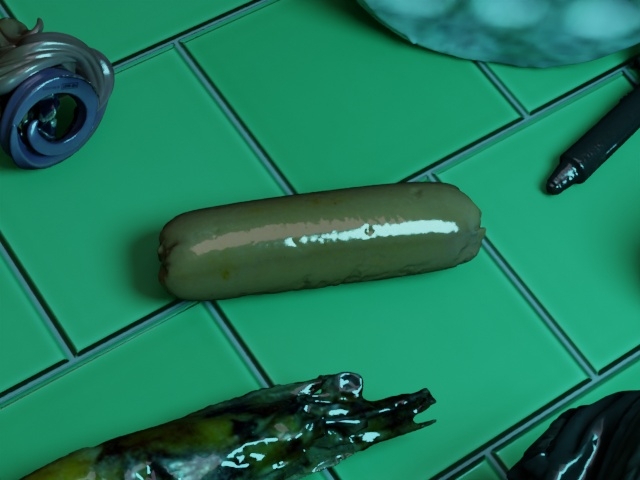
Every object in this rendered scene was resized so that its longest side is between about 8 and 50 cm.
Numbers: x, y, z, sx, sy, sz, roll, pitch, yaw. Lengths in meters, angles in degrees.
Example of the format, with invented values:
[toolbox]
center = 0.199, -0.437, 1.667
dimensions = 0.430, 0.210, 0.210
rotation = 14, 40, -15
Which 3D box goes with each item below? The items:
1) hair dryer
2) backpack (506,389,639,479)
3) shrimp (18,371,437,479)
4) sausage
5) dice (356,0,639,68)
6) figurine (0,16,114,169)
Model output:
[hair dryer]
center = 0.313, -0.115, 1.297
dimensions = 0.114, 0.070, 0.248
rotation = 41, 67, 17
[backpack]
center = 0.322, 0.289, 0.953
dimensions = 0.445, 0.255, 0.363
rotation = 35, 61, -3
[shrimp]
center = -0.080, 0.248, 1.020
dimensions = 0.445, 0.085, 0.272
rotation = -28, 72, -19
[sausage]
center = 0.001, -0.001, 1.174
dimensions = 0.289, 0.086, 0.086
rotation = -8, 61, -11
[dice]
center = 0.197, -0.380, 1.281
dimensions = 0.328, 0.330, 0.348
rotation = 7, 57, -2
[figurine]
center = -0.258, -0.150, 1.211
dimensions = 0.126, 0.114, 0.157
rotation = -14, 59, -32
